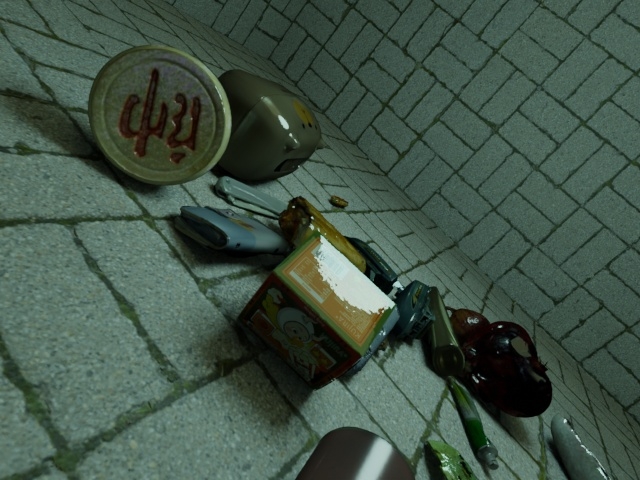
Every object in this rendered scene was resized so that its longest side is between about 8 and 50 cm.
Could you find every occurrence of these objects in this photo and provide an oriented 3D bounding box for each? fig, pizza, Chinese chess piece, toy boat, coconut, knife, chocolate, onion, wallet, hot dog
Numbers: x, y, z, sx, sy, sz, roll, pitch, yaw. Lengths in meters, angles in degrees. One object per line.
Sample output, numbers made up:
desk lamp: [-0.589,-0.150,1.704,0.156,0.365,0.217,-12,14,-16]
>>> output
fig: [0.483,0.274,1.465,0.146,0.133,0.201,42,10,-26]
pizza: [0.000,0.000,1.088,0.277,0.114,0.409,41,2,11]
Chinese chess piece: [-0.316,-0.246,0.862,0.269,0.270,0.112,34,6,-20]
toy boat: [0.256,0.203,1.206,0.122,0.114,0.296,36,20,8]
toy boat: [0.131,0.070,1.285,0.103,0.093,0.246,-21,54,-31]
coconut: [0.259,0.449,0.816,0.133,0.055,0.158,27,27,-31]
knife: [-0.171,-0.103,1.163,0.265,0.040,0.073,20,41,-45]
chocolate: [0.766,0.660,1.235,0.185,0.100,0.303,41,21,-32]
onion: [0.540,0.377,1.242,0.280,0.221,0.281,11,49,-13]
wallet: [-0.187,-0.015,0.919,0.170,0.070,0.231,32,11,26]
hot dog: [0.075,-0.151,1.694,0.049,0.037,0.122,39,12,27]

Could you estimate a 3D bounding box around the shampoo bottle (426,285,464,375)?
shampoo bottle: [0.354,0.254,1.296,0.350,0.083,0.126,-78,155,-68]

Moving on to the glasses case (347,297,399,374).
glasses case: [0.093,0.194,0.954,0.109,0.067,0.282,43,36,11]

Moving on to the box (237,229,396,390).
box: [-0.012,0.126,0.751,0.195,0.177,0.148,43,45,2]

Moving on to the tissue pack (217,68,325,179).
tissue pack: [-0.163,-0.319,1.272,0.277,0.267,0.387,46,20,5]

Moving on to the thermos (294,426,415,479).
thermos: [0.006,0.356,0.460,0.265,0.145,0.177,-30,98,-60]

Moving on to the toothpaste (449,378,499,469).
toothpaste: [0.378,0.446,1.051,0.078,0.047,0.248,39,18,-18]

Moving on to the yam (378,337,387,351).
yam: [0.147,0.204,1.106,0.056,0.057,0.241,38,21,-10]
